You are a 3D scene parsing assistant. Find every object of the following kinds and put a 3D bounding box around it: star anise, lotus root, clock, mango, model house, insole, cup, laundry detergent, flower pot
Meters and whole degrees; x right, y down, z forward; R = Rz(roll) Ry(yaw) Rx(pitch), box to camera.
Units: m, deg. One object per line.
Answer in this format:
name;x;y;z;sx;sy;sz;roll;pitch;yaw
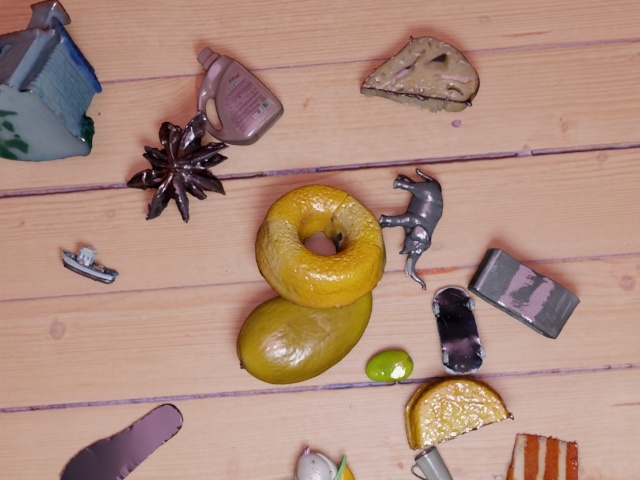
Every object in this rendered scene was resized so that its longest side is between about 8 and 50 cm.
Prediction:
star anise;-0.320;-0.163;1.960;0.212;0.129;0.282;27;93;11
lotus root;0.240;-0.384;1.987;0.261;0.074;0.170;17;83;6
clock;-0.023;0.552;1.861;0.144;0.103;0.231;38;83;8
mango;-0.027;0.201;1.887;0.332;0.142;0.195;-20;84;-8
model house;-0.659;-0.381;1.970;0.295;0.251;0.329;-6;58;24
insole;-0.446;0.472;1.932;0.309;0.012;0.110;-36;82;-3
mango;0.153;0.282;1.911;0.108;0.056;0.073;-16;77;3
cup;0.241;0.506;1.880;0.075;0.054;0.083;-31;85;-3
laundry detergent;-0.219;-0.329;1.995;0.237;0.076;0.171;43;86;7
flower pot;0.446;0.118;1.898;0.229;0.103;0.108;32;85;5

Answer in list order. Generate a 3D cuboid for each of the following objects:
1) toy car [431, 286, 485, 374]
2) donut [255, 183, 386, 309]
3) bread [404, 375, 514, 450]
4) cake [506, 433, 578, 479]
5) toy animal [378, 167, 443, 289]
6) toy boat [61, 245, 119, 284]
toy car;0.304;0.200;1.907;0.095;0.056;0.204;-7;61;0
donut;0.000;0.000;1.872;0.303;0.110;0.303;1;56;-2
bread;0.286;0.363;1.852;0.229;0.143;0.139;-18;83;-2
cake;0.465;0.546;1.814;0.158;0.159;0.262;10;82;7
toy animal;0.199;-0.033;1.937;0.137;0.082;0.269;12;83;5
toy boat;-0.528;0.051;1.965;0.140;0.059;0.066;20;97;6
